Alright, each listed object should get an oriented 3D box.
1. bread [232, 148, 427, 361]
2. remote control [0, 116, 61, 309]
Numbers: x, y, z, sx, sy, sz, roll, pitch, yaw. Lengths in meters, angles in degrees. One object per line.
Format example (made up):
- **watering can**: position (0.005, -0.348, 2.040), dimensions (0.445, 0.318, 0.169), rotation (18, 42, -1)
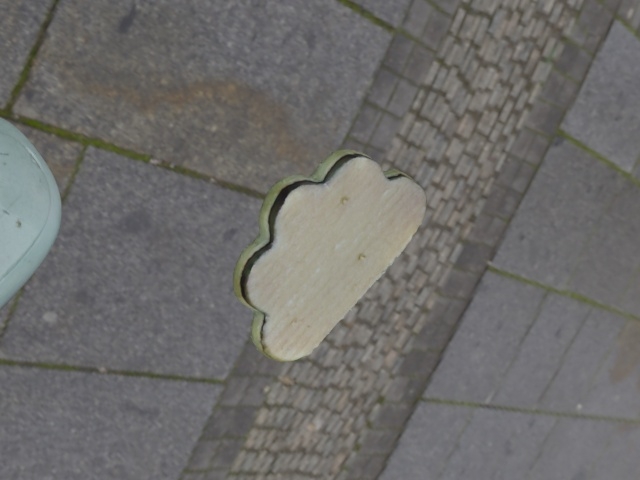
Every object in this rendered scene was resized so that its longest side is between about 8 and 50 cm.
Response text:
- **bread**: position (0.000, 0.000, 1.221), dimensions (0.286, 0.056, 0.207), rotation (-46, 128, -13)
- **remote control**: position (-0.190, 0.025, 0.417), dimensions (0.097, 0.045, 0.256), rotation (55, 41, -19)
